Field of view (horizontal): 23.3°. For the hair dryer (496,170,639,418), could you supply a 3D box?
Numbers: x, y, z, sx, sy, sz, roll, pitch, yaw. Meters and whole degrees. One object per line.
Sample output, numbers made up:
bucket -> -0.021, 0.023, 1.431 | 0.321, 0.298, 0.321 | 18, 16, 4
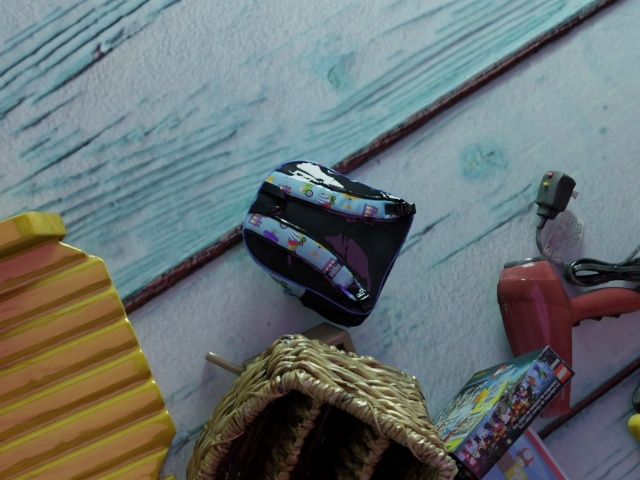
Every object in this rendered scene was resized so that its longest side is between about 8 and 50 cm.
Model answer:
hair dryer -> 0.316, 0.077, 1.857 | 0.223, 0.080, 0.294 | 30, 74, -11

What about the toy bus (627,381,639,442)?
toy bus -> 0.497, 0.172, 1.828 | 0.149, 0.211, 0.220 | 40, 74, -9

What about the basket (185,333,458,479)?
basket -> -0.023, 0.272, 1.590 | 0.213, 0.223, 0.299 | 21, 106, -15

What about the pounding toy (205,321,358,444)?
pounding toy -> -0.032, 0.162, 1.740 | 0.141, 0.100, 0.130 | -25, 103, -17

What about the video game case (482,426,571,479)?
video game case -> 0.197, 0.381, 1.799 | 0.285, 0.025, 0.204 | -37, 92, -19

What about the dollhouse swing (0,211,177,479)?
dollhouse swing -> -0.300, 0.152, 1.541 | 0.315, 0.305, 0.347 | -23, 87, -19

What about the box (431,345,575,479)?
box -> 0.173, 0.201, 1.711 | 0.044, 0.233, 0.159 | 46, 72, -1

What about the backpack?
backpack -> 0.000, 0.000, 1.755 | 0.173, 0.117, 0.158 | 25, 73, 1
